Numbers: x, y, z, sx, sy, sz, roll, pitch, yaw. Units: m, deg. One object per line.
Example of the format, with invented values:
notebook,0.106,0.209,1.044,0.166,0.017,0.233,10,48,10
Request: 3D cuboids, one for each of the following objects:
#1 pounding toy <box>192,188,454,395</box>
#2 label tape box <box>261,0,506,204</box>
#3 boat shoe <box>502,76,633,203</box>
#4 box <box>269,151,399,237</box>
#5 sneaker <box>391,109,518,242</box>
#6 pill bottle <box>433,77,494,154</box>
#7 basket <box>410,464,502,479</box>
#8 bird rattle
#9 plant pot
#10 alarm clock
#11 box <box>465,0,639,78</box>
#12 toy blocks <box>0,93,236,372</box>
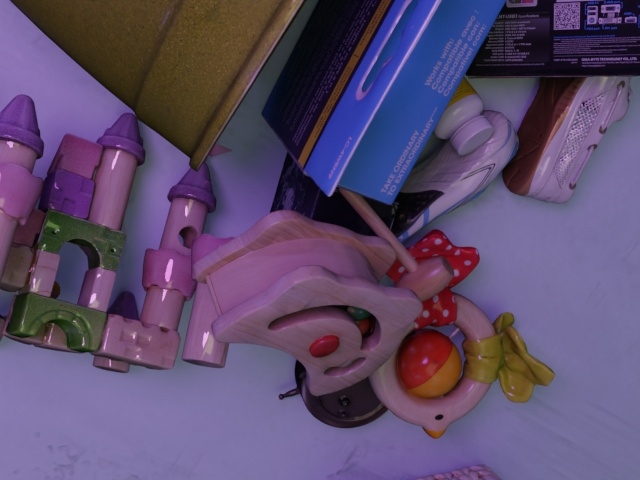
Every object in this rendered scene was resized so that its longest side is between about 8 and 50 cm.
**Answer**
pounding toy,-0.006,0.042,0.830,0.269,0.155,0.154,16,128,-43
label tape box,0.068,-0.173,0.809,0.115,0.347,0.249,25,102,-21
boat shoe,0.313,-0.171,1.008,0.096,0.098,0.277,17,111,-21
box,0.000,0.000,0.956,0.093,0.158,0.156,12,105,-18
sneaker,0.133,-0.055,1.013,0.237,0.085,0.086,-38,140,7
pill bottle,0.139,-0.153,0.955,0.065,0.065,0.116,-34,72,0
basket,0.163,0.489,1.050,0.266,0.331,0.328,-12,99,-10
bird rattle,0.147,0.120,1.027,0.207,0.143,0.253,-48,115,-8
plant pot,-0.156,-0.308,0.736,0.353,0.366,0.366,33,99,-9
alarm clock,0.054,0.174,1.084,0.192,0.064,0.129,14,105,-20
box,0.290,-0.313,0.864,0.296,0.073,0.293,4,107,28
toy blocks,-0.248,-0.020,0.890,0.289,0.309,0.260,19,71,-30
